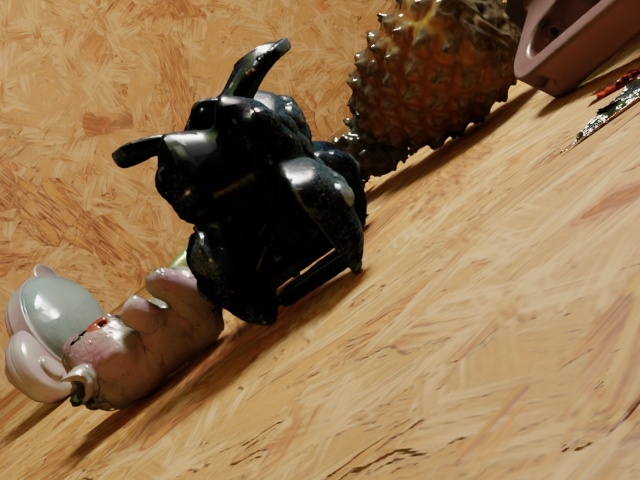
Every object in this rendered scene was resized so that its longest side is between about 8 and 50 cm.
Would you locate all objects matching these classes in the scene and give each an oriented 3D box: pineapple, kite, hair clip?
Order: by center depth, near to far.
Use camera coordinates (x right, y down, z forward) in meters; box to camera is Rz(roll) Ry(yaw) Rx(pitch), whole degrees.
[{"bbox_3d":[0.256,-0.137,0.805,0.232,0.009,0.189,-41,8,-34],"label":"kite"},{"bbox_3d":[-0.059,-0.051,1.016,0.194,0.206,0.310,-33,5,6],"label":"hair clip"},{"bbox_3d":[0.080,-0.148,1.275,0.361,0.175,0.175,-44,1,40],"label":"pineapple"}]

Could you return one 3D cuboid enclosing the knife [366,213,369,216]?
[{"bbox_3d":[0.000,0.000,1.241,0.170,0.010,0.023,-28,10,47],"label":"knife"}]

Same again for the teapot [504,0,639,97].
[{"bbox_3d":[0.285,-0.325,0.989,0.362,0.305,0.376,136,155,-65],"label":"teapot"}]

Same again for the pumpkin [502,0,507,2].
[{"bbox_3d":[0.270,-0.310,1.579,0.131,0.126,0.248,-28,27,14],"label":"pumpkin"}]

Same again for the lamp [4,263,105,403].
[{"bbox_3d":[-0.407,0.145,1.729,0.108,0.179,0.246,-38,24,27],"label":"lamp"}]

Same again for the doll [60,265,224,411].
[{"bbox_3d":[-0.180,0.102,1.109,0.192,0.095,0.149,-40,0,-4],"label":"doll"}]

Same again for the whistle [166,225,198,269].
[{"bbox_3d":[-0.091,-0.017,1.391,0.106,0.131,0.288,17,37,27],"label":"whistle"}]
